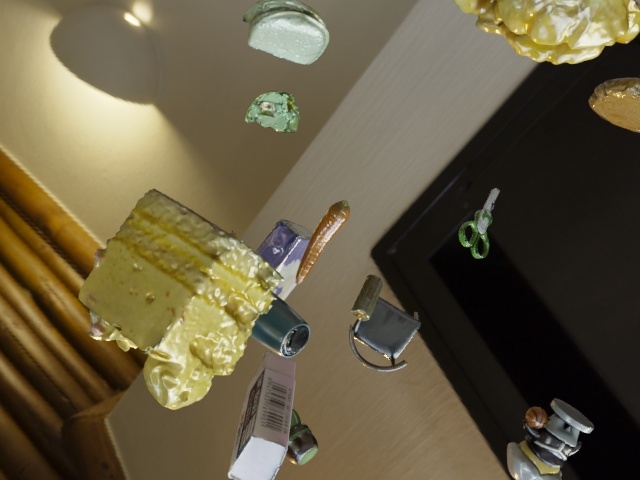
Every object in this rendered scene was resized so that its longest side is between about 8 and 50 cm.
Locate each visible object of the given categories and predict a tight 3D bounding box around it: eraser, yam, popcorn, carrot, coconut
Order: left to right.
[{"bbox_3d":[-0.112,0.364,1.383,0.086,0.130,0.287,24,-156,-8],"label":"eraser"},{"bbox_3d":[-0.126,-0.361,1.856,0.158,0.133,0.055,26,-160,-33],"label":"coconut"},{"bbox_3d":[0.000,0.000,1.833,0.066,0.271,0.062,43,-161,23],"label":"carrot"},{"bbox_3d":[0.120,0.147,1.700,0.054,0.054,0.132,36,-131,-8],"label":"yam"},{"bbox_3d":[0.328,-0.377,0.942,0.333,0.225,0.264,2,-106,-11],"label":"popcorn"}]

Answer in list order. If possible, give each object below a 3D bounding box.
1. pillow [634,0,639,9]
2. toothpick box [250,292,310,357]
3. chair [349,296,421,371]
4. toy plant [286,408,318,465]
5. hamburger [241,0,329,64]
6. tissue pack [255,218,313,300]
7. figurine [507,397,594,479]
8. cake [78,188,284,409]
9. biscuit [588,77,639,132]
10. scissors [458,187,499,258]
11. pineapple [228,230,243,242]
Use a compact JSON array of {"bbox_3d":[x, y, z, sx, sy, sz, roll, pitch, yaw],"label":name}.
[{"bbox_3d":[0.261,-0.364,0.581,0.327,0.228,0.101,15,-134,-29],"label":"pillow"},{"bbox_3d":[-0.114,0.198,1.608,0.184,0.120,0.120,32,-160,36],"label":"toothpick box"},{"bbox_3d":[0.187,0.266,1.984,0.188,0.166,0.272,31,-169,2],"label":"chair"},{"bbox_3d":[-0.080,0.497,1.731,0.093,0.092,0.162,-2,-139,-51],"label":"toy plant"},{"bbox_3d":[-0.038,-0.291,0.914,0.121,0.084,0.054,19,-121,-32],"label":"hamburger"},{"bbox_3d":[-0.155,0.103,2.218,0.125,0.343,0.242,41,-171,21],"label":"tissue pack"},{"bbox_3d":[0.584,0.537,1.743,0.176,0.236,0.133,30,-168,-2],"label":"figurine"},{"bbox_3d":[-0.237,0.105,1.099,0.228,0.286,0.222,29,172,34],"label":"cake"},{"bbox_3d":[0.574,-0.225,1.139,0.226,0.042,0.226,18,178,1],"label":"biscuit"},{"bbox_3d":[0.407,-0.055,1.670,0.101,0.027,0.204,43,-122,-25],"label":"scissors"},{"bbox_3d":[-0.312,0.063,2.042,0.047,0.221,0.221,32,-151,-29],"label":"pineapple"}]
